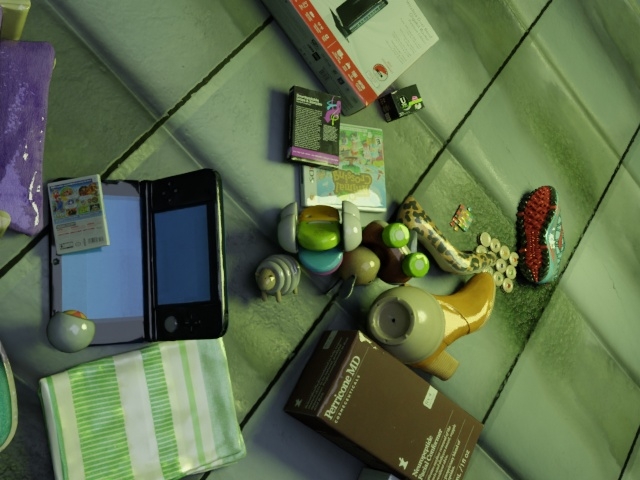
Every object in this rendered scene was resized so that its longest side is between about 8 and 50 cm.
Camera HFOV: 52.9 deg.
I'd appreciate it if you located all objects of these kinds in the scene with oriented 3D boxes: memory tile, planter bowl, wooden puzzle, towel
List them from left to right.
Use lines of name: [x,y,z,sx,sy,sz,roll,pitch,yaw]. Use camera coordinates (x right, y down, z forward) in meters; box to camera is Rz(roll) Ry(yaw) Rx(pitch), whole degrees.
towel: [-0.298,0.310,1.111,0.325,0.038,0.247,-10,87,-32]
planter bowl: [0.159,0.166,1.295,0.109,0.162,0.162,24,67,-62]
wooden puzzle: [0.350,-0.054,1.577,0.049,0.006,0.083,41,64,-19]
memory tile: [0.440,0.055,1.611,0.148,0.012,0.113,30,68,-23]

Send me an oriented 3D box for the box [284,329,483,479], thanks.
box: [0.137,0.360,1.309,0.381,0.143,0.191,37,66,-19]

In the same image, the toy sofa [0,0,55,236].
toy sofa: [-0.505,-0.188,0.997,0.177,0.150,0.362,6,79,-29]

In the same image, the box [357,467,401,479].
box: [0.123,0.528,1.294,0.087,0.101,0.102,37,64,-21]

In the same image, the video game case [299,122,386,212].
video game case: [0.050,-0.161,1.402,0.212,0.023,0.193,2,81,-31]

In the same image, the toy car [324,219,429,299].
toy car: [0.097,0.063,1.329,0.188,0.155,0.149,-39,103,-20]

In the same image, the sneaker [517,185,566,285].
sneaker: [0.580,-0.011,1.674,0.125,0.104,0.261,20,76,-45]

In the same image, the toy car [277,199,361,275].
toy car: [0.000,0.000,1.268,0.159,0.182,0.136,-1,110,1]

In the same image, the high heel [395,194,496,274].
high heel: [0.297,-0.014,1.484,0.261,0.093,0.186,-3,90,-23]

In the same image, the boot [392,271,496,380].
boot: [0.262,0.146,1.437,0.211,0.104,0.295,38,69,-21]

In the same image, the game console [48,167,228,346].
game console: [-0.305,0.027,1.079,0.173,0.250,0.293,6,79,-57]

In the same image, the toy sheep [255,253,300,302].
toy sheep: [-0.080,0.069,1.255,0.132,0.091,0.091,-25,97,-61]

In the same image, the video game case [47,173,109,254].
video game case: [-0.403,-0.043,1.071,0.087,0.011,0.122,-11,83,1]

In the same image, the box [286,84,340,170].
box: [-0.013,-0.235,1.347,0.116,0.029,0.162,8,79,-30]

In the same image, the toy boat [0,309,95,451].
toy boat: [-0.488,0.179,0.932,0.318,0.148,0.267,-24,95,-22]

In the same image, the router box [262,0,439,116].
router box: [0.069,-0.500,1.432,0.335,0.082,0.301,51,61,-14]

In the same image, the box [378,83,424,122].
box: [0.189,-0.319,1.494,0.083,0.052,0.062,-26,96,-30]
